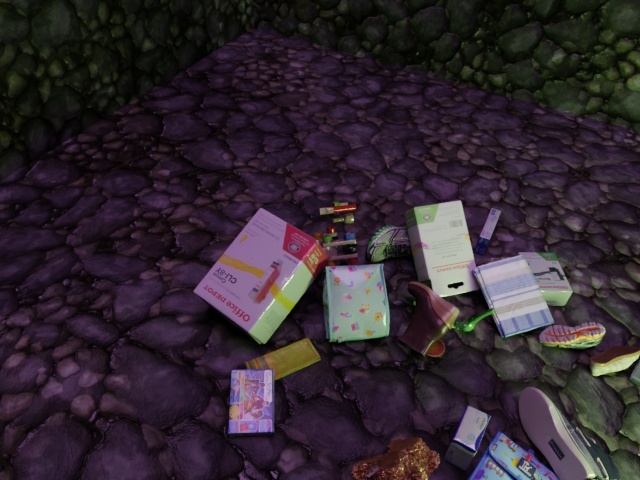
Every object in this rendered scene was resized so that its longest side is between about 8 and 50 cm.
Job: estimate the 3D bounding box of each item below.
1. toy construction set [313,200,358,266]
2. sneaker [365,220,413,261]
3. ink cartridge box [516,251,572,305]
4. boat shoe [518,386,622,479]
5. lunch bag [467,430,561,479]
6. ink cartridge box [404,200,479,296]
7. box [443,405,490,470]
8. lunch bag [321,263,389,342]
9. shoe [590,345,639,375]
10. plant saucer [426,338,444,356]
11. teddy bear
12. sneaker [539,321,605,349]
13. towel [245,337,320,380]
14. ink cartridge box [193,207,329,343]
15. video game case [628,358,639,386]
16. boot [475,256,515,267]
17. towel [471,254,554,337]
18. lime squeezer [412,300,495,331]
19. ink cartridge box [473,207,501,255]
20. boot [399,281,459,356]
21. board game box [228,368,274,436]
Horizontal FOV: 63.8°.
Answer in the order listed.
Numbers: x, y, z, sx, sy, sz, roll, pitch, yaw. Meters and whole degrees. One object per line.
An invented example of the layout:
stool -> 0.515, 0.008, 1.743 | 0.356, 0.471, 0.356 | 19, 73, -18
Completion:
toy construction set -> 0.000, 0.000, 1.931 | 0.238, 0.308, 0.257 | -8, 37, -19
sneaker -> 0.327, 0.009, 2.071 | 0.344, 0.134, 0.146 | -22, 51, -25
ink cartridge box -> 0.861, 0.148, 2.003 | 0.153, 0.086, 0.208 | 0, 45, -3
boat shoe -> 0.733, 0.595, 1.529 | 0.158, 0.127, 0.340 | 16, 33, -23
lunch bag -> 0.535, 0.683, 1.417 | 0.221, 0.138, 0.293 | 34, 37, 25
ink cartridge box -> 0.469, 0.038, 1.995 | 0.207, 0.119, 0.352 | -9, 83, -14
box -> 0.424, 0.573, 1.491 | 0.072, 0.137, 0.126 | 24, 47, 20
lunch bag -> 0.122, 0.223, 1.813 | 0.224, 0.160, 0.262 | -3, 78, -8
shoe -> 1.013, 0.413, 1.771 | 0.219, 0.058, 0.077 | -10, 15, -20
plant saucer -> 0.390, 0.370, 1.788 | 0.084, 0.013, 0.083 | 2, 44, -2
teddy bear -> 0.185, 0.643, 1.360 | 0.245, 0.113, 0.338 | -18, -4, 20
sneaker -> 0.884, 0.348, 1.808 | 0.215, 0.083, 0.084 | -7, 37, 14
towel -> -0.125, 0.401, 1.710 | 0.238, 0.021, 0.102 | -18, 49, -22
ink cartridge box -> -0.203, 0.122, 1.788 | 0.279, 0.160, 0.384 | 30, 75, 26
video game case -> 1.208, 0.449, 1.765 | 0.196, 0.026, 0.274 | 35, 51, 28
boot -> 0.702, 0.167, 1.988 | 0.190, 0.076, 0.208 | -10, 59, 21
towel -> 0.705, 0.201, 1.890 | 0.210, 0.034, 0.284 | -16, 67, -4
lime squeezer -> 0.479, 0.278, 1.837 | 0.311, 0.110, 0.058 | 1, 53, 42
ink cartridge box -> 0.708, -0.038, 2.176 | 0.046, 0.097, 0.207 | 21, 46, 17
boot -> 0.341, 0.268, 1.806 | 0.207, 0.090, 0.248 | -48, 39, -6
board game box -> -0.209, 0.495, 1.577 | 0.136, 0.035, 0.201 | 0, 52, -4
